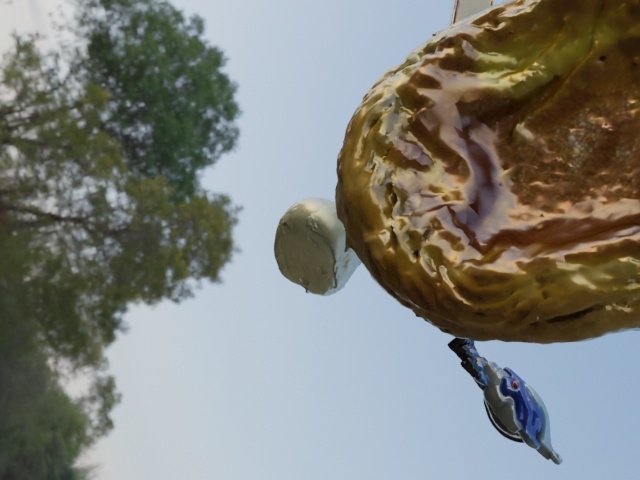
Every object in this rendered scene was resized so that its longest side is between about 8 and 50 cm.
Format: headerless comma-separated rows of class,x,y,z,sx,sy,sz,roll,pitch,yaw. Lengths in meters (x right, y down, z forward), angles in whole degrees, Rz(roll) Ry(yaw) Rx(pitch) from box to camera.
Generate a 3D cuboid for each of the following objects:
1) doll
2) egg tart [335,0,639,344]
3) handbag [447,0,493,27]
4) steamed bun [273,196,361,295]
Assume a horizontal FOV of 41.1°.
doll,0.231,0.198,1.060,0.070,0.096,0.195,-44,-113,17
egg tart,0.185,-0.059,0.655,0.352,0.352,0.150,52,-4,42
handbag,0.181,-0.260,1.049,0.127,0.063,0.190,96,8,-55
steamed bun,0.000,0.000,1.073,0.112,0.091,0.130,29,-39,18
